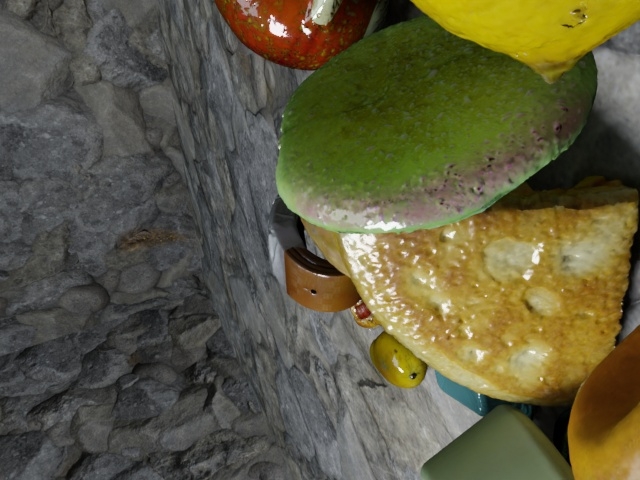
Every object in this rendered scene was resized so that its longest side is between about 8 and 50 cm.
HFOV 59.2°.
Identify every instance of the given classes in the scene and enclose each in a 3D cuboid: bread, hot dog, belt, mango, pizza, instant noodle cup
[{"bbox_3d":[0.089,-0.125,0.499,0.301,0.301,0.045,50,174,47],"label":"bread"},{"bbox_3d":[0.094,0.108,1.007,0.108,0.059,0.191,67,157,4],"label":"hot dog"},{"bbox_3d":[0.000,0.000,0.960,0.261,0.184,0.105,-109,15,-44],"label":"belt"},{"bbox_3d":[0.129,0.198,0.962,0.103,0.076,0.161,67,164,1],"label":"mango"},{"bbox_3d":[0.146,0.062,0.550,0.087,0.268,0.258,-90,-3,-62],"label":"pizza"},{"bbox_3d":[0.199,0.147,0.745,0.157,0.070,0.179,-165,58,-69],"label":"instant noodle cup"}]

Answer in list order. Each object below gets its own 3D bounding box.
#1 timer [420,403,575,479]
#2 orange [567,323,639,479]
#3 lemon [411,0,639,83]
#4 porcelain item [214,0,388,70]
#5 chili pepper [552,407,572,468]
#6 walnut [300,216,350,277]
[{"bbox_3d":[0.136,0.369,0.575,0.291,0.315,0.291,63,179,2],"label":"timer"},{"bbox_3d":[0.277,0.158,0.349,0.249,0.183,0.249,51,165,19],"label":"orange"},{"bbox_3d":[0.131,-0.243,0.342,0.253,0.228,0.228,42,169,-20],"label":"lemon"},{"bbox_3d":[-0.012,-0.348,0.687,0.253,0.253,0.253,52,152,44],"label":"porcelain item"},{"bbox_3d":[0.298,0.233,0.558,0.122,0.065,0.279,19,127,53],"label":"chili pepper"},{"bbox_3d":[0.077,-0.069,0.657,0.225,0.225,0.261,98,155,-49],"label":"walnut"}]
